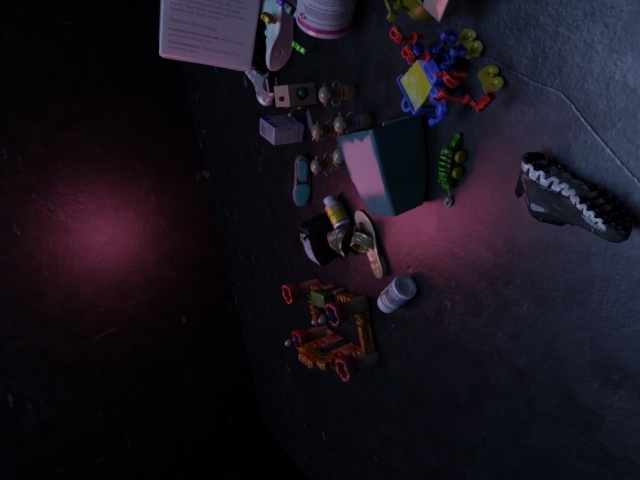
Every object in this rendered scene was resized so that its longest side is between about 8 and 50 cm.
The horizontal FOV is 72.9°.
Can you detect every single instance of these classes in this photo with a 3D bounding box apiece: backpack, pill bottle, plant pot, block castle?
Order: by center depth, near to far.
[{"bbox_3d":[0.027,-0.692,1.117,0.160,0.161,0.283,60,157,25],"label":"pill bottle"},{"bbox_3d":[0.179,-0.190,1.147,0.166,0.166,0.234,11,121,60],"label":"plant pot"},{"bbox_3d":[0.230,0.168,1.325,0.078,0.078,0.137,63,151,21],"label":"pill bottle"},{"bbox_3d":[0.055,-0.100,1.525,0.116,0.065,0.065,65,152,18],"label":"pill bottle"},{"bbox_3d":[0.000,0.000,1.622,0.115,0.152,0.181,40,150,56],"label":"backpack"},{"bbox_3d":[0.007,0.336,1.693,0.453,0.213,0.302,10,113,60],"label":"block castle"}]

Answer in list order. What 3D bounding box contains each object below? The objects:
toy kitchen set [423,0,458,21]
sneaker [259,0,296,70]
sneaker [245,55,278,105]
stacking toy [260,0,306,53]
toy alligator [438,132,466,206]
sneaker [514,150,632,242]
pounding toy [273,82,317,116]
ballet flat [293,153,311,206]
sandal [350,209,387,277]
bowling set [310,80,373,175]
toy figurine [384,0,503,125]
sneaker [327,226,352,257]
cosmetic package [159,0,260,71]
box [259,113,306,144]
[{"bbox_3d":[0.236,-0.579,0.841,0.207,0.166,0.122,49,172,7],"label":"toy kitchen set"},{"bbox_3d":[-0.168,-0.755,1.554,0.151,0.094,0.255,44,131,35],"label":"sneaker"},{"bbox_3d":[-0.229,-0.674,1.747,0.132,0.086,0.228,-23,92,57],"label":"sneaker"},{"bbox_3d":[-0.084,-0.735,1.388,0.221,0.052,0.167,46,130,14],"label":"stacking toy"},{"bbox_3d":[0.303,-0.161,1.036,0.056,0.052,0.189,40,138,48],"label":"toy alligator"},{"bbox_3d":[0.449,-0.062,0.794,0.234,0.078,0.106,56,151,39],"label":"sneaker"},{"bbox_3d":[-0.088,-0.492,1.509,0.141,0.130,0.100,26,127,56],"label":"pounding toy"},{"bbox_3d":[-0.071,-0.238,1.706,0.068,0.072,0.213,-96,9,-56],"label":"ballet flat"},{"bbox_3d":[0.138,0.015,1.413,0.088,0.079,0.239,-40,69,61],"label":"sandal"},{"bbox_3d":[0.075,-0.311,1.273,0.200,0.154,0.286,37,136,50],"label":"bowling set"},{"bbox_3d":[0.206,-0.382,0.965,0.362,0.192,0.217,67,157,16],"label":"toy figurine"},{"bbox_3d":[0.057,-0.005,1.488,0.086,0.064,0.192,32,164,18],"label":"sneaker"},{"bbox_3d":[-0.410,-0.871,1.573,0.329,0.328,0.393,-121,38,-53],"label":"cosmetic package"},{"bbox_3d":[-0.142,-0.422,1.641,0.126,0.137,0.072,45,140,44],"label":"box"}]
